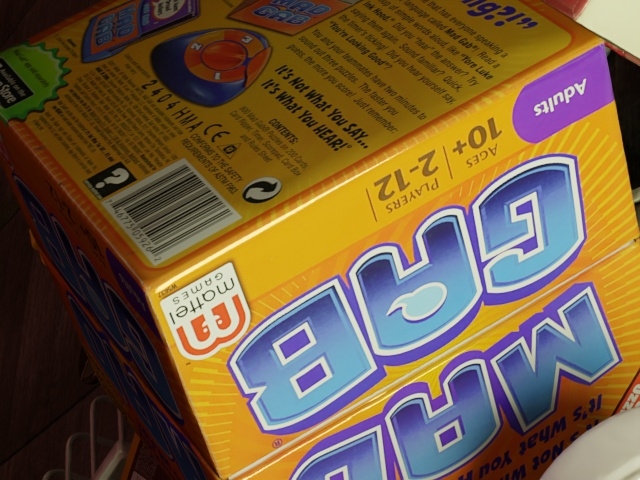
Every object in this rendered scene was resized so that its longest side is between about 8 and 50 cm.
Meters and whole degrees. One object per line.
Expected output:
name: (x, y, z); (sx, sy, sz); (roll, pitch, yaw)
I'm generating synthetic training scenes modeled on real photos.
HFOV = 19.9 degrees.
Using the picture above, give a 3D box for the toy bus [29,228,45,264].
toy bus: (-0.233, 0.054, 2.232); (0.149, 0.220, 0.211); (-40, 45, 39)

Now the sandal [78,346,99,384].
sandal: (-0.258, 0.101, 2.427); (0.090, 0.060, 0.219); (-34, 28, 42)

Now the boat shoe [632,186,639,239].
boat shoe: (0.305, 0.012, 1.318); (0.305, 0.109, 0.091); (-11, 58, 57)

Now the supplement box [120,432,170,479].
supplement box: (-0.084, 0.281, 1.791); (0.194, 0.191, 0.129); (17, 88, 64)

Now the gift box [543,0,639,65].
gift box: (0.260, -0.245, 1.418); (0.255, 0.258, 0.276); (-56, 49, 13)

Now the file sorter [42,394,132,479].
file sorter: (-0.203, 0.293, 2.022); (0.278, 0.193, 0.173); (-55, 27, 28)

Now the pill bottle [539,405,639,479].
pill bottle: (0.272, 0.274, 1.063); (0.224, 0.224, 0.392); (-61, 28, 18)

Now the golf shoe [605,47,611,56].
golf shoe: (0.261, -0.206, 1.636); (0.176, 0.069, 0.086); (-1, 105, 54)

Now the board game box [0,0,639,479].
board game box: (0.000, 0.000, 1.405); (0.356, 0.356, 0.356); (-29, 39, -14)
